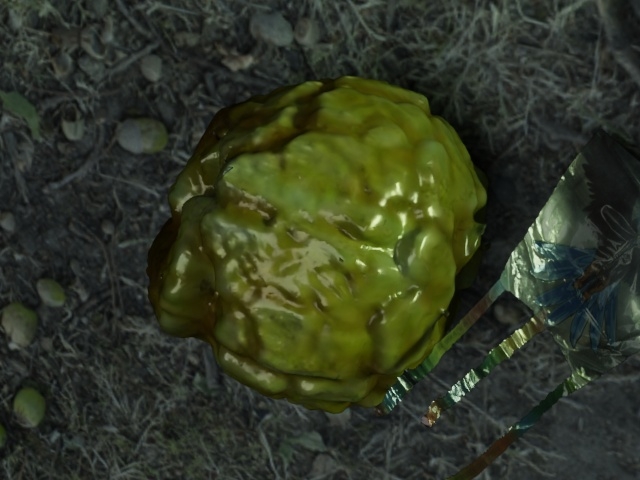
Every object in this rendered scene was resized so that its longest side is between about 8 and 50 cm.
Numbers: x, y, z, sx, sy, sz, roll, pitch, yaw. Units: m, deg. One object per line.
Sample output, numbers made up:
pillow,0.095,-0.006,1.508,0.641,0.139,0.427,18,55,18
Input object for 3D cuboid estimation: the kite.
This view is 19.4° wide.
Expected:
kite,0.184,0.070,1.452,0.169,0.310,0.015,48,164,-13

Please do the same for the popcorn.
popcorn,0.009,-0.002,1.507,0.247,0.282,0.282,33,118,15
